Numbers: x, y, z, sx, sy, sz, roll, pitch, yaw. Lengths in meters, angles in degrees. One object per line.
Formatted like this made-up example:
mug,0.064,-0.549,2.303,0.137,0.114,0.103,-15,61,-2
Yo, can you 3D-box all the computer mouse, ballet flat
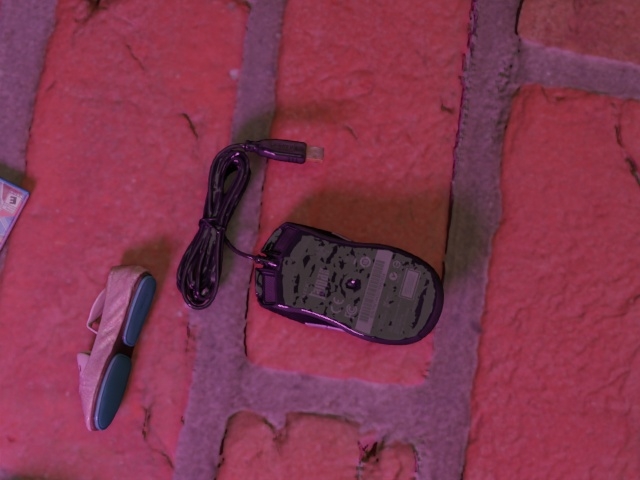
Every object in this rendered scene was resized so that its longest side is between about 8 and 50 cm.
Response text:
computer mouse,0.000,0.000,1.655,0.262,0.060,0.184,10,82,5
ballet flat,-0.205,0.103,1.614,0.052,0.057,0.168,12,73,22

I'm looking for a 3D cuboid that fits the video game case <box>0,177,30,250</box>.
video game case,-0.372,0.000,1.618,0.119,0.015,0.166,27,77,-3
